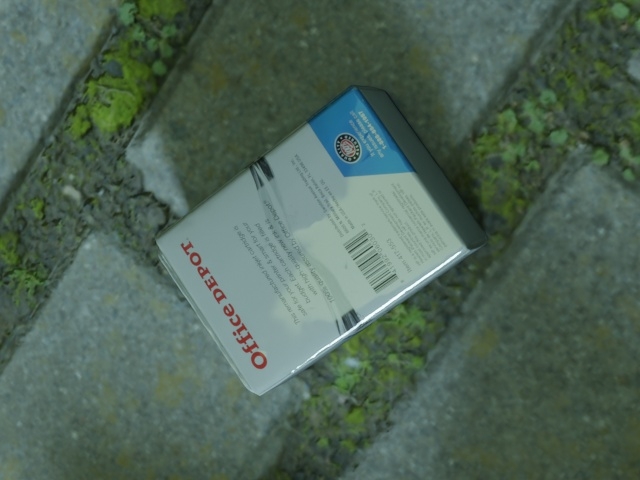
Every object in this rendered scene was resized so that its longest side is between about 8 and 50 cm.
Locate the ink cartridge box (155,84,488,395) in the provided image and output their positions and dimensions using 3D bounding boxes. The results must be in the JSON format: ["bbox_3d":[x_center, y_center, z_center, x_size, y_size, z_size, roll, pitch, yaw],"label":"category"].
[{"bbox_3d":[0.000,0.000,0.963,0.191,0.082,0.139,-36,83,19],"label":"ink cartridge box"}]
